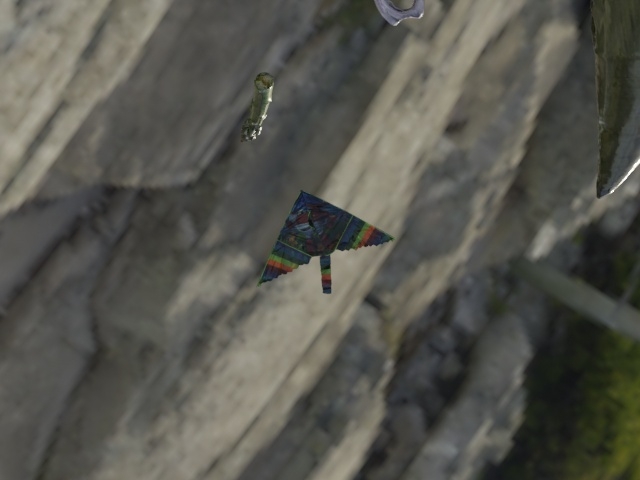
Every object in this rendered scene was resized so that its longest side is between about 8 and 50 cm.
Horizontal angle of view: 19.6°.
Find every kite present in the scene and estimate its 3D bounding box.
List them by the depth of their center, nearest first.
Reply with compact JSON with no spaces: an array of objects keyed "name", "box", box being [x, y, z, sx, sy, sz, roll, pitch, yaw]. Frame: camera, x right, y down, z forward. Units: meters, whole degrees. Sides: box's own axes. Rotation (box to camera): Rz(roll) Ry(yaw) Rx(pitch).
[{"name":"kite","box":[0.000,0.000,1.538,0.122,0.090,0.004,-13,175,-5]}]

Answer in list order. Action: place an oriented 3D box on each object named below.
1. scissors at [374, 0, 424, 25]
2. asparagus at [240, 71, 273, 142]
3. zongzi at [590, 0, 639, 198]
[{"name":"scissors","box":[0.059,-0.275,1.661,0.015,0.100,0.189,-39,-149,47]},{"name":"asparagus","box":[-0.041,-0.085,1.200,0.015,0.014,0.114,-10,166,-9]},{"name":"zongzi","box":[0.345,-0.194,1.469,0.160,0.323,0.361,-6,103,-44]}]
